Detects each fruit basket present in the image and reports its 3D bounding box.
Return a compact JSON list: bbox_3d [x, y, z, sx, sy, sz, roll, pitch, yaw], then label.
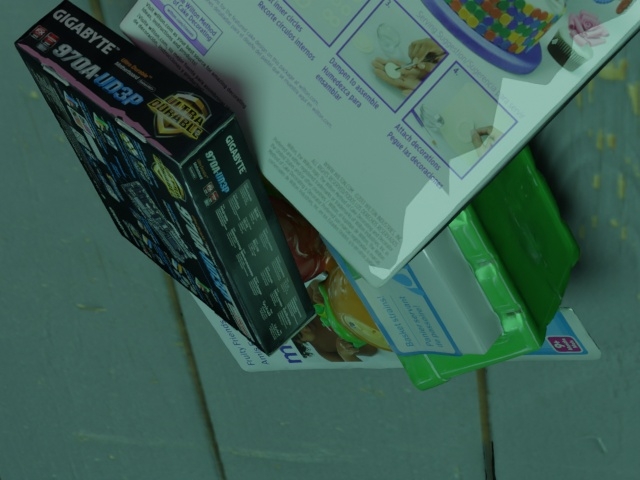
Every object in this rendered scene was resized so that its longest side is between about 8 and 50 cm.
[{"bbox_3d":[0.000,0.000,1.187,0.353,0.165,0.327,-8,130,31],"label":"fruit basket"}]

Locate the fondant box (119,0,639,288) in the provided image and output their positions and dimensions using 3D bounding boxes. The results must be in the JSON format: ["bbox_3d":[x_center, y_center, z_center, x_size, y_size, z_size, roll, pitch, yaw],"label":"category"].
[{"bbox_3d":[0.067,-0.169,0.925,0.238,0.096,0.330,46,119,5],"label":"fondant box"}]

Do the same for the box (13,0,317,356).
[{"bbox_3d":[-0.100,-0.038,1.032,0.175,0.051,0.220,36,160,34],"label":"box"}]
